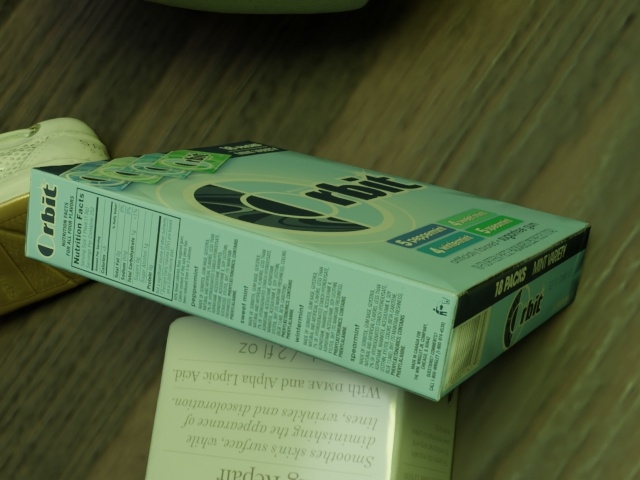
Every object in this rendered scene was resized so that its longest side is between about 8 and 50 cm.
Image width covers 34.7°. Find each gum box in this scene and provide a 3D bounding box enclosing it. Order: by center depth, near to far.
[{"bbox_3d":[0.000,0.000,0.431,0.184,0.157,0.041,17,107,26],"label":"gum box"}]

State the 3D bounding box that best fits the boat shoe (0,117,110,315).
[{"bbox_3d":[-0.242,0.007,0.555,0.277,0.098,0.096,-18,48,-8],"label":"boat shoe"}]

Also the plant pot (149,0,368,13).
[{"bbox_3d":[-0.021,-0.214,0.469,0.191,0.284,0.284,35,90,-8],"label":"plant pot"}]

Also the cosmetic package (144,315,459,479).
[{"bbox_3d":[-0.015,0.153,0.433,0.117,0.085,0.231,0,73,24],"label":"cosmetic package"}]
